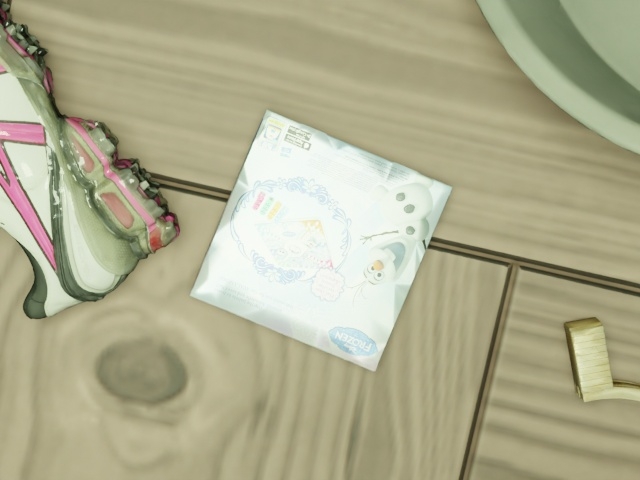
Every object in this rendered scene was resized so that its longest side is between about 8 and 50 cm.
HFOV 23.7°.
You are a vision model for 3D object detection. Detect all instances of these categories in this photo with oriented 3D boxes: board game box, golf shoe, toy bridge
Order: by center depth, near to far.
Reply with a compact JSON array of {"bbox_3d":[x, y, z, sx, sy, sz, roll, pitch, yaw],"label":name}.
[{"bbox_3d":[-0.146,-0.051,0.651,0.086,0.067,0.186,-38,93,2],"label":"golf shoe"},{"bbox_3d":[0.000,0.000,0.681,0.090,0.020,0.090,23,91,-3],"label":"board game box"},{"bbox_3d":[0.207,0.051,0.686,0.188,0.026,0.063,-10,95,-1],"label":"toy bridge"}]

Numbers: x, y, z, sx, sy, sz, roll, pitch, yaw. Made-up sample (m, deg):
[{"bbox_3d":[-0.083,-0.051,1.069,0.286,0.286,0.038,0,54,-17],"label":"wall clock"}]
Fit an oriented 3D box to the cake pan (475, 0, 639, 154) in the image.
[{"bbox_3d":[0.192,-0.166,0.602,0.293,0.054,0.293,-3,85,28],"label":"cake pan"}]
